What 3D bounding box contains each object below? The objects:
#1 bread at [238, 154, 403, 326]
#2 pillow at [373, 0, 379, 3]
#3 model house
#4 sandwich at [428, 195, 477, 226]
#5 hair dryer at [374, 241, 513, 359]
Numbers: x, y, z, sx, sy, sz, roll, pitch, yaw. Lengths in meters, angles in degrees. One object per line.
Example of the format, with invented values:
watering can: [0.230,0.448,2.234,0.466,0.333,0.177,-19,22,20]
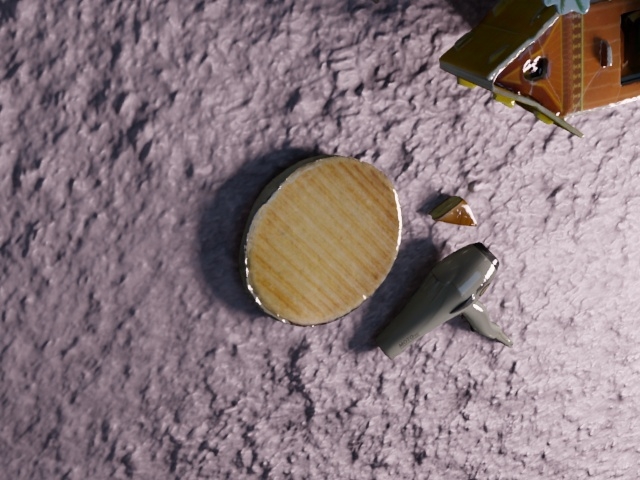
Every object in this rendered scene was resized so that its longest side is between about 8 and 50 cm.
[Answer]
bread: [0.000,0.000,1.366,0.267,0.040,0.266,-11,114,-27]
pillow: [0.104,-0.440,1.239,0.270,0.067,0.173,-43,119,-10]
model house: [0.315,-0.326,1.297,0.324,0.300,0.340,-16,116,-16]
sandwich: [0.211,-0.048,1.482,0.083,0.031,0.044,8,106,-33]
hair dryer: [0.202,0.147,1.538,0.229,0.092,0.267,-29,131,-10]
